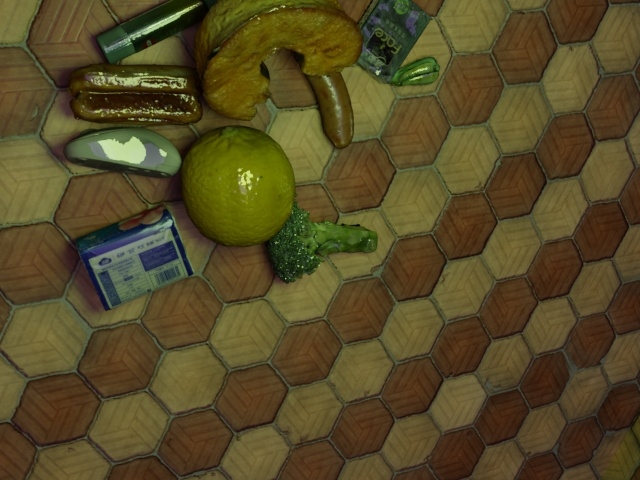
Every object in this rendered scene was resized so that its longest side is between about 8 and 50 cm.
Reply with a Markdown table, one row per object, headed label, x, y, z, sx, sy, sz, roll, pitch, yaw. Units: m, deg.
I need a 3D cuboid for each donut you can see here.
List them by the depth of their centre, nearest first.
| label | x | y | z | sx | sy | sz | roll | pitch | yaw |
| --- | --- | --- | --- | --- | --- | --- | --- | --- | --- |
| donut | -0.124 | -0.508 | 1.674 | 0.435 | 0.377 | 0.163 | -24 | 71 | 1 |

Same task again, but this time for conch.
| label | x | y | z | sx | sy | sz | roll | pitch | yaw |
| --- | --- | --- | --- | --- | --- | --- | --- | --- | --- |
| conch | 0.287 | -0.495 | 1.979 | 0.170 | 0.106 | 0.079 | -21 | 108 | -9 |

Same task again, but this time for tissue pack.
| label | x | y | z | sx | sy | sz | roll | pitch | yaw |
| --- | --- | --- | --- | --- | --- | --- | --- | --- | --- |
| tissue pack | -0.513 | 0.044 | 1.833 | 0.270 | 0.137 | 0.209 | -25 | 113 | -16 |
| tissue pack | 0.189 | -0.600 | 1.926 | 0.173 | 0.073 | 0.235 | 33 | 92 | -25 |

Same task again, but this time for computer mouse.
| label | x | y | z | sx | sy | sz | roll | pitch | yaw |
| --- | --- | --- | --- | --- | --- | --- | --- | --- | --- |
| computer mouse | -0.507 | -0.240 | 1.721 | 0.297 | 0.184 | 0.121 | 10 | 87 | -19 |

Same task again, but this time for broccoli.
| label | x | y | z | sx | sy | sz | roll | pitch | yaw |
| --- | --- | --- | --- | --- | --- | --- | --- | --- | --- |
| broccoli | 0.002 | 0.021 | 2.000 | 0.362 | 0.221 | 0.251 | 21 | 68 | -28 |

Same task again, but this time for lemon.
| label | x | y | z | sx | sy | sz | roll | pitch | yaw |
| --- | --- | --- | --- | --- | --- | --- | --- | --- | --- |
| lemon | -0.220 | -0.145 | 1.789 | 0.336 | 0.336 | 0.335 | -6 | 108 | -19 |

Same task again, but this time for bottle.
| label | x | y | z | sx | sy | sz | roll | pitch | yaw |
| --- | --- | --- | --- | --- | --- | --- | --- | --- | --- |
| bottle | -0.434 | -0.550 | 1.704 | 0.286 | 0.082 | 0.082 | -29 | 114 | -9 |

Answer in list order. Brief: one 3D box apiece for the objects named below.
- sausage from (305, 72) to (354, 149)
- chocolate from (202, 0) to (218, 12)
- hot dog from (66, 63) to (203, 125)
| label | x | y | z | sx | sy | sz | roll | pitch | yaw |
| --- | --- | --- | --- | --- | --- | --- | --- | --- | --- |
| sausage | 0.034 | -0.397 | 1.918 | 0.109 | 0.109 | 0.270 | -22 | 112 | -13 |
| chocolate | -0.281 | -0.670 | 1.717 | 0.110 | 0.110 | 0.291 | -35 | 112 | -8 |
| hot dog | -0.474 | -0.379 | 1.720 | 0.349 | 0.117 | 0.158 | -5 | 109 | -23 |
